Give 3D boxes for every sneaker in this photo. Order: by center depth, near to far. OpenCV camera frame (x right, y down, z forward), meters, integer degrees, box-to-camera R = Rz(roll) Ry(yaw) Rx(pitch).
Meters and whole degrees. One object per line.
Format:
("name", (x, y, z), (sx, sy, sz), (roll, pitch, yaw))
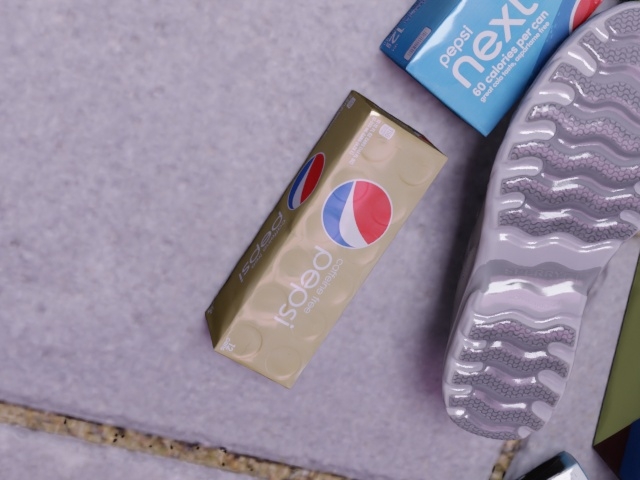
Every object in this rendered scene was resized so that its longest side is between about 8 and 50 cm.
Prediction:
("sneaker", (0.136, -0.020, 0.691), (0.105, 0.115, 0.281), (19, 111, -9))

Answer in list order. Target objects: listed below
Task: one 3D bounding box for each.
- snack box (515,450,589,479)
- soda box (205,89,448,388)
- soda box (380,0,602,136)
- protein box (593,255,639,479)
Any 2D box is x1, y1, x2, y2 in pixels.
("snack box", (0.094, 0.318, 0.801), (0.322, 0.060, 0.187), (-31, 87, 1))
("soda box", (0.000, 0.000, 0.700), (0.061, 0.058, 0.181), (30, 101, -21))
("soda box", (0.134, -0.170, 0.660), (0.071, 0.067, 0.210), (37, 100, -22))
("protein box", (0.327, 0.093, 0.762), (0.201, 0.136, 0.200), (4, 109, -13))
